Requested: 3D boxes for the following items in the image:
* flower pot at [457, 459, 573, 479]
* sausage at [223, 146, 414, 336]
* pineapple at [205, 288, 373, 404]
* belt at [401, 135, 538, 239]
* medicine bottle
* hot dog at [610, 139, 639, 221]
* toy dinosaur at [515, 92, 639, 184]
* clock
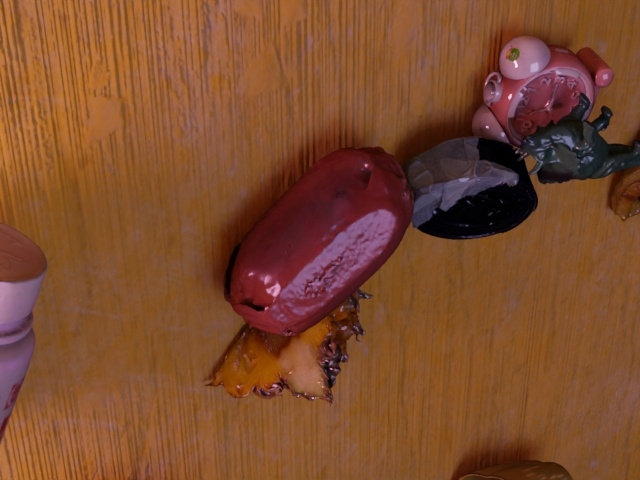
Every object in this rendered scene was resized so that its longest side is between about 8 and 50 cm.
[{"bbox_3d":[0.332,0.449,2.340,0.179,0.195,0.195,-17,131,-46],"label":"flower pot"},{"bbox_3d":[0.000,0.000,1.754,0.279,0.152,0.152,-44,138,1],"label":"sausage"},{"bbox_3d":[0.002,0.149,1.862,0.250,0.164,0.140,-54,145,2],"label":"pineapple"},{"bbox_3d":[0.195,-0.067,1.870,0.198,0.078,0.151,10,143,-35],"label":"belt"},{"bbox_3d":[-0.399,0.130,1.511,0.170,0.170,0.293,6,117,-41],"label":"medicine bottle"},{"bbox_3d":[0.534,-0.132,2.123,0.123,0.093,0.262,8,115,-43],"label":"hot dog"},{"bbox_3d":[0.373,-0.130,1.872,0.292,0.079,0.120,-8,134,-29],"label":"toy dinosaur"},{"bbox_3d":[0.285,-0.195,1.887,0.162,0.093,0.166,3,125,-30],"label":"clock"}]
